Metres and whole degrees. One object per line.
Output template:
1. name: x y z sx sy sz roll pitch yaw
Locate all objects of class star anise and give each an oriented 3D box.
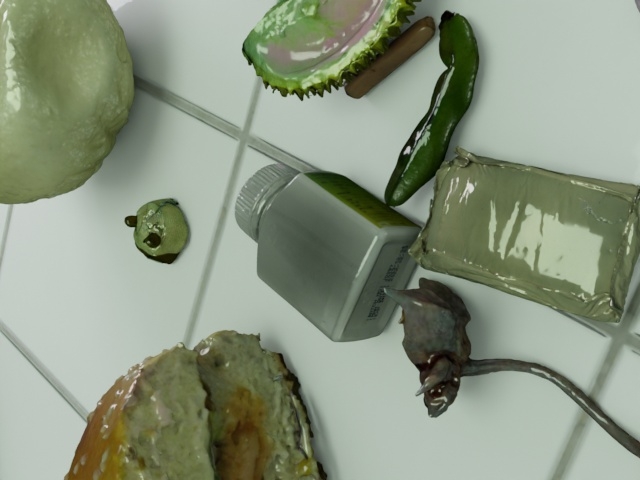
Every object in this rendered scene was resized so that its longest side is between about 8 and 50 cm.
1. star anise: 0.177 0.107 0.689 0.227 0.148 0.219 -4 53 16

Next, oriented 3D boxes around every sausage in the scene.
1. sausage: 0.070 -0.183 0.818 0.116 0.026 0.026 -35 68 36

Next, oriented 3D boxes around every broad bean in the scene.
1. broad bean: 0.111 -0.120 0.767 0.061 0.046 0.195 24 100 60

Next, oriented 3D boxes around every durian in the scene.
1. durian: 0.030 -0.226 0.809 0.220 0.095 0.137 -44 74 30

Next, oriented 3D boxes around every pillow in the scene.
1. pillow: 0.175 -0.009 0.707 0.208 0.053 0.119 19 100 40

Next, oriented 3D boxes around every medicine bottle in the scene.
1. medicine bottle: 0.000 0.000 0.842 0.188 0.088 0.132 38 115 35

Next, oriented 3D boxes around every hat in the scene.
1. hat: -0.215 -0.014 1.059 0.076 0.059 0.077 -47 57 27

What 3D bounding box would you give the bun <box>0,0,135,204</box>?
1. bun: -0.387 -0.227 1.094 0.352 0.227 0.349 35 113 33

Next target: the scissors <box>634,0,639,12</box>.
1. scissors: 0.244 -0.257 0.662 0.212 0.021 0.110 45 117 31

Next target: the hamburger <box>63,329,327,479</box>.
1. hamburger: -0.146 0.350 0.875 0.287 0.268 0.446 -34 70 42
